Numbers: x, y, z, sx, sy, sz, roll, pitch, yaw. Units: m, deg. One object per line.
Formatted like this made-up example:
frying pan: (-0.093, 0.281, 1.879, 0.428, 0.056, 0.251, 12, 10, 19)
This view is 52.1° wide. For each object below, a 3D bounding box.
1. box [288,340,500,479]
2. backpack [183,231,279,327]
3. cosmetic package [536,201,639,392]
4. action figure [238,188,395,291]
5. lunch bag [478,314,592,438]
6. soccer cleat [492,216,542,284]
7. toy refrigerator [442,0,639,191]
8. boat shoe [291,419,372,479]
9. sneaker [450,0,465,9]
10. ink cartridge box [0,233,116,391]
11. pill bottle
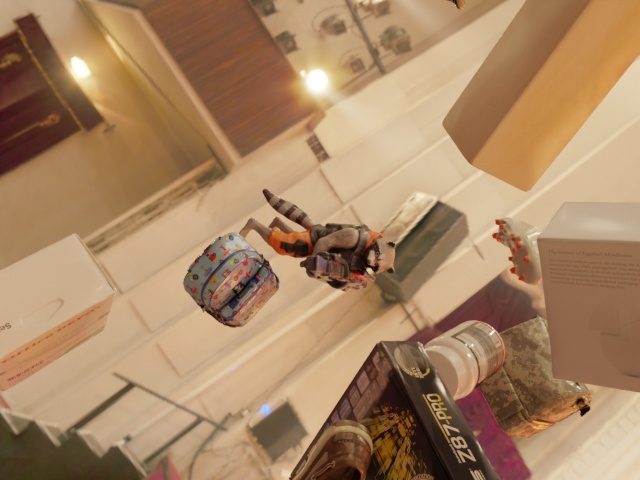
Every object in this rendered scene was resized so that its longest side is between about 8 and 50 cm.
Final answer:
box: (0.103, 0.404, 1.033, 0.395, 0.097, 0.318, -62, -144, 33)
backpack: (-0.168, 0.072, 1.219, 0.117, 0.158, 0.173, 41, -11, 20)
cosmetic package: (0.429, 0.073, 0.873, 0.224, 0.138, 0.225, 3, -61, 37)
action figure: (0.000, 0.000, 1.383, 0.330, 0.179, 0.341, 13, -7, 13)
lunch bag: (0.624, 0.405, 1.939, 0.212, 0.256, 0.305, 23, 36, -40)
soccer cleat: (0.350, 0.012, 1.102, 0.196, 0.076, 0.068, -93, -172, -64)
toy refrigerator: (0.250, -0.192, 0.672, 0.094, 0.269, 0.102, 22, 28, -23)
boat shoe: (-0.008, 0.363, 0.871, 0.095, 0.257, 0.095, 18, 20, -7)
sneaker: (0.289, -0.529, 1.426, 0.032, 0.037, 0.083, 20, 48, -47)
ink cartridge box: (-0.442, 0.119, 1.018, 0.115, 0.198, 0.273, 55, -29, 4)
pill bottle: (0.352, 0.314, 1.691, 0.161, 0.283, 0.161, 7, -79, 36)
